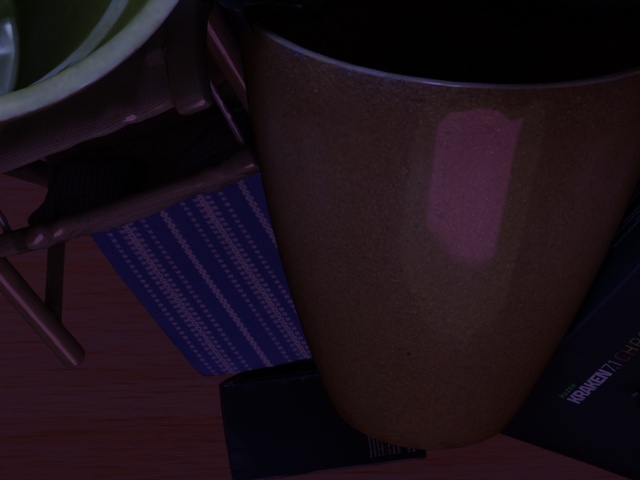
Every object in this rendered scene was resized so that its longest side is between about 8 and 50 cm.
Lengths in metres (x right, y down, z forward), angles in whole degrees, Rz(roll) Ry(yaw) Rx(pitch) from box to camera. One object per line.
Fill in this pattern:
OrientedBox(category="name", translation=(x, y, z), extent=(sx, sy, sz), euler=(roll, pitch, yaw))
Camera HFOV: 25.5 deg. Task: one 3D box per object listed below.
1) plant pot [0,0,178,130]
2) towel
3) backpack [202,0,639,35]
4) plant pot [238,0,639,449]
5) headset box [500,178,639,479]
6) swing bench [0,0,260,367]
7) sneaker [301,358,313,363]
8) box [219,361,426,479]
OrientedBox(category="plant pot", translation=(-0.213, -0.141, 0.666), extent=(0.276, 0.276, 0.254), euler=(3, 165, -19))
OrientedBox(category="towel", translation=(0.000, 0.000, 1.143), extent=(0.336, 0.040, 0.243), euler=(-15, 132, 19))
OrientedBox(category="backpack", translation=(0.099, -0.199, 0.625), extent=(0.263, 0.213, 0.276), euler=(9, 171, -25))
OrientedBox(category="plant pot", translation=(0.070, -0.017, 0.799), extent=(0.237, 0.237, 0.254), euler=(-3, 119, -9))
OrientedBox(category="headset box", translation=(0.220, -0.014, 0.911), extent=(0.131, 0.283, 0.246), euler=(21, 140, -11))
OrientedBox(category="swing bench", translation=(-0.132, -0.061, 0.930), extent=(0.253, 0.165, 0.254), euler=(-16, 148, 20))
OrientedBox(category="sneaker", translation=(0.054, 0.037, 1.239), extent=(0.283, 0.110, 0.122), euler=(-21, 148, 26))
OrientedBox(category="box", translation=(0.009, 0.169, 1.409), extent=(0.184, 0.103, 0.261), euler=(-6, 177, 3))
